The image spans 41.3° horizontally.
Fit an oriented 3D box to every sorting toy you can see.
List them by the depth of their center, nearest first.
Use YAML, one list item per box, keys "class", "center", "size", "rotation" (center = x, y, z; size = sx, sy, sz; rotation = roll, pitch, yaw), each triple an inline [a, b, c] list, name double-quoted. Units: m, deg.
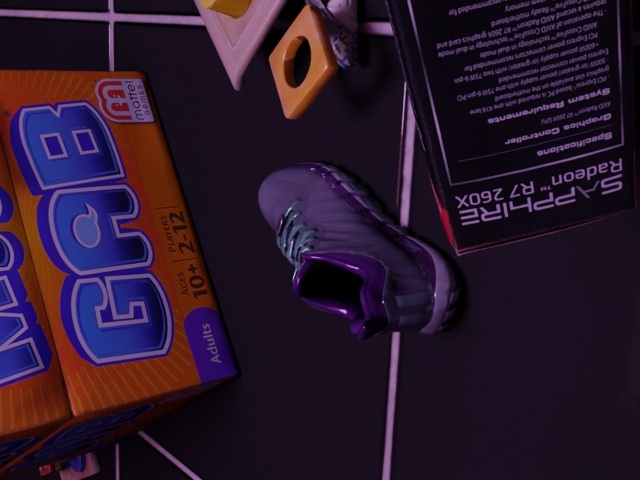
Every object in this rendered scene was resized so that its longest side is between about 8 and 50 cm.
- class: "sorting toy"
  center: [-0.066, -0.249, 0.682]
  size: [0.196, 0.047, 0.348]
  rotation: [-57, 44, 36]
- class: "sorting toy"
  center: [-0.376, 0.273, 1.218]
  size: [0.132, 0.046, 0.274]
  rotation: [-31, 72, 49]

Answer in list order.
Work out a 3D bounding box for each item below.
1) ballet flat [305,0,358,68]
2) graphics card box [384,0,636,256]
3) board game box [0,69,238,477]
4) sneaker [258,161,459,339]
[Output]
- class: "ballet flat"
  center: [0.006, -0.187, 0.657]
  size: [0.041, 0.041, 0.114]
  rotation: [-48, 60, 44]
- class: "graphics card box"
  center: [0.047, -0.203, 0.339]
  size: [0.233, 0.094, 0.371]
  rotation: [-92, -15, -45]
- class: "board game box"
  center: [-0.367, 0.061, 0.917]
  size: [0.356, 0.356, 0.356]
  rotation: [-36, 68, 49]
- class: "sneaker"
  center: [0.000, 0.000, 0.649]
  size: [0.223, 0.098, 0.083]
  rotation: [34, 122, 43]
